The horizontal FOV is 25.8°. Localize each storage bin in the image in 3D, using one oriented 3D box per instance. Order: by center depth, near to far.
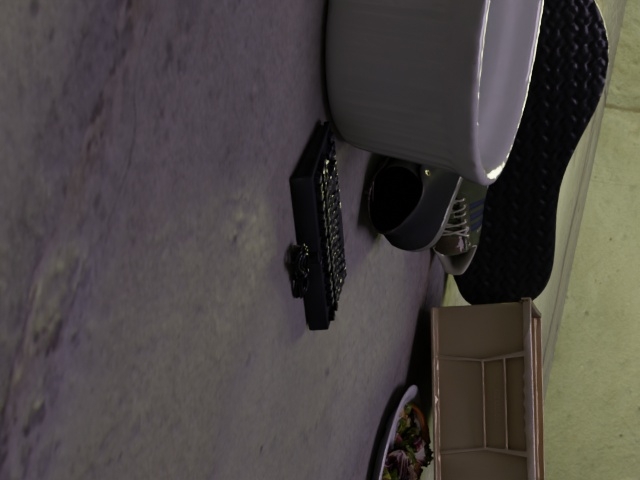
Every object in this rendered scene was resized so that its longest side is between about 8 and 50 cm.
[{"bbox_3d":[0.216,0.213,1.764,0.262,0.123,0.260,32,57,-77],"label":"storage bin"}]

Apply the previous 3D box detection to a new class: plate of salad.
[{"bbox_3d":[0.100,0.269,1.640,0.200,0.048,0.199,11,90,-75],"label":"plate of salad"}]

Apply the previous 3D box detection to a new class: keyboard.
[{"bbox_3d":[0.000,0.000,1.164,0.180,0.023,0.108,83,23,-44],"label":"keyboard"}]

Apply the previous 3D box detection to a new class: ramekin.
[{"bbox_3d":[0.102,-0.192,1.191,0.277,0.135,0.277,10,90,-74],"label":"ramekin"}]

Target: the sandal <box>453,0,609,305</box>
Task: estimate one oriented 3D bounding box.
[{"bbox_3d":[0.236,-0.120,1.743,0.107,0.168,0.445,-102,-163,-56],"label":"sandal"}]

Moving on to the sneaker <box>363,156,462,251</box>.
[{"bbox_3d":[0.106,-0.101,1.358,0.118,0.083,0.222,22,80,-74],"label":"sneaker"}]

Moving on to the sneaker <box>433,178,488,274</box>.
[{"bbox_3d":[0.159,-0.024,1.623,0.192,0.064,0.086,74,25,-64],"label":"sneaker"}]
